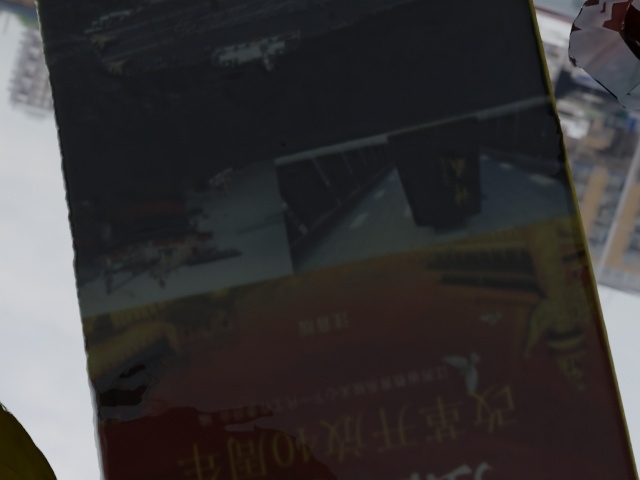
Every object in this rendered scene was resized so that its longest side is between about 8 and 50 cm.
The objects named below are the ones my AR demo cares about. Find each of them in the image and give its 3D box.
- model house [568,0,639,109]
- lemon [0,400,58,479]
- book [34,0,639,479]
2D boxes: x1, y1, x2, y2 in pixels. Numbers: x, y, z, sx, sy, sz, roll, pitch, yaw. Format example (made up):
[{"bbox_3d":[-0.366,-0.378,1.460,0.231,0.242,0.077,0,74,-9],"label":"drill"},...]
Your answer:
[{"bbox_3d":[0.228,-0.184,0.646,0.160,0.196,0.254,21,-143,3],"label":"model house"},{"bbox_3d":[-0.194,0.132,0.430,0.261,0.284,0.260,4,-129,-4],"label":"lemon"},{"bbox_3d":[0.000,0.000,0.713,0.263,0.373,0.028,-12,167,8],"label":"book"}]
